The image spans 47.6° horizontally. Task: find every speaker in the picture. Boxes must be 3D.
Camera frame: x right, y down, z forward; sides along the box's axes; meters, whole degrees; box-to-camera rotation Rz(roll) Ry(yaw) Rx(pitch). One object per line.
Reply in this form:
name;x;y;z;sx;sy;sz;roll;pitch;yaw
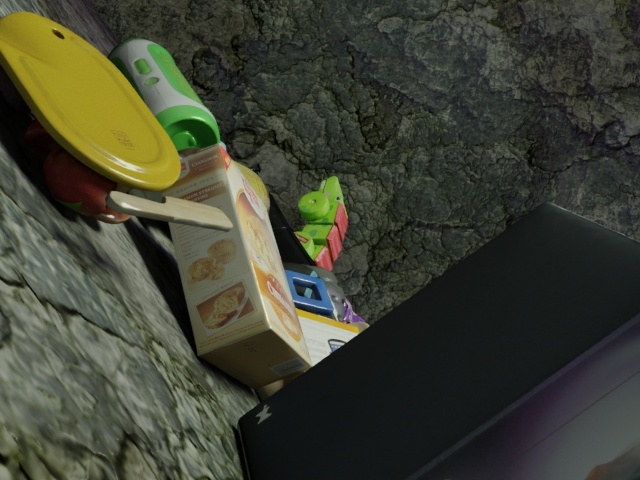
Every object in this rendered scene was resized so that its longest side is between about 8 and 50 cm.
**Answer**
speaker;-0.257;-0.215;1.153;0.296;0.131;0.131;54;-2;45

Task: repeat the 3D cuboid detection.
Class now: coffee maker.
coffee maker;-0.091;0.011;1.114;0.178;0.120;0.171;56;-14;28

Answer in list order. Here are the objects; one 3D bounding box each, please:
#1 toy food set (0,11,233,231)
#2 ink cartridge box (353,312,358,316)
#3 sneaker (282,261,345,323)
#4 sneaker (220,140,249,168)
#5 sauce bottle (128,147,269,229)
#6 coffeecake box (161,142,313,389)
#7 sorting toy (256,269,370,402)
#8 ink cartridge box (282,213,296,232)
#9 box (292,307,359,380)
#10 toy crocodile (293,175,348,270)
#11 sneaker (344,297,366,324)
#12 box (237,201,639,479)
toy food set;-0.176;-0.070;0.530;0.218;0.071;0.128;53;22;18
ink cartridge box;0.043;0.185;1.539;0.189;0.066;0.232;42;-9;30
sneaker;-0.012;0.163;0.912;0.139;0.125;0.341;16;32;-41
sneaker;-0.148;-0.075;1.400;0.283;0.110;0.122;57;35;-32
sauce bottle;-0.144;-0.057;0.893;0.111;0.111;0.344;55;6;6
coffeecake box;-0.078;0.028;0.674;0.142;0.068;0.185;58;13;-64
sorting toy;0.010;0.160;0.776;0.196;0.047;0.348;6;35;-40
ink cartridge box;-0.100;0.031;1.674;0.307;0.129;0.223;55;-1;33
box;0.010;0.131;0.741;0.081;0.028;0.136;20;31;-20
toy crocodile;0.000;0.000;1.454;0.340;0.105;0.115;-69;152;-45
sneaker;0.019;0.130;1.142;0.095;0.104;0.236;48;19;30
box;0.147;0.186;0.515;0.294;0.296;0.183;55;-1;-19
